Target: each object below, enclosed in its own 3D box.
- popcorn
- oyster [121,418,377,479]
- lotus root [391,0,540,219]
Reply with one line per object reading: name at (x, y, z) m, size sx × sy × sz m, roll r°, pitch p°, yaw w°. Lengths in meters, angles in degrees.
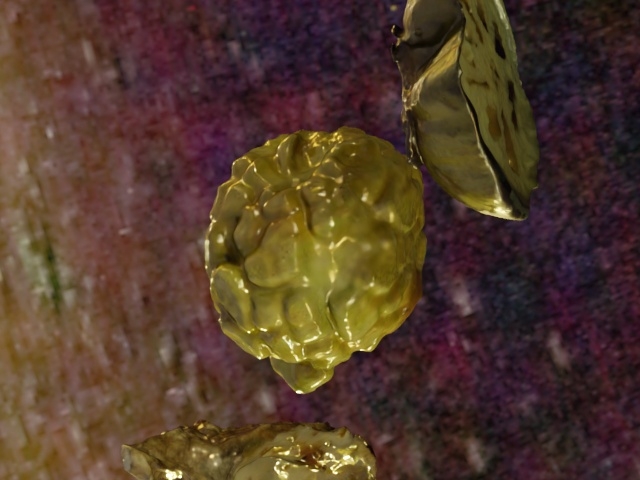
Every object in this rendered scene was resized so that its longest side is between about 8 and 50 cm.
popcorn at (0.002, 0.010, 1.143) m, size 0.181 × 0.235 × 0.217 m, roll 6°, pitch 128°, yaw 27°
oyster at (-0.037, 0.261, 1.198) m, size 0.111 × 0.204 × 0.396 m, roll 17°, pitch 142°, yaw 41°
lotus root at (0.099, -0.113, 0.944) m, size 0.078 × 0.183 × 0.203 m, roll -10°, pitch 125°, yaw 22°
